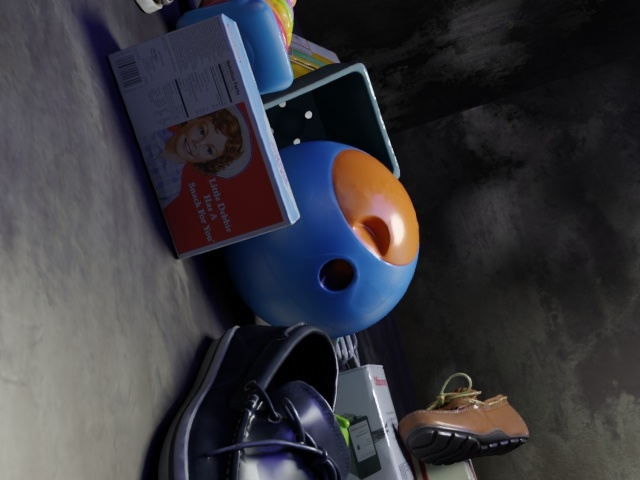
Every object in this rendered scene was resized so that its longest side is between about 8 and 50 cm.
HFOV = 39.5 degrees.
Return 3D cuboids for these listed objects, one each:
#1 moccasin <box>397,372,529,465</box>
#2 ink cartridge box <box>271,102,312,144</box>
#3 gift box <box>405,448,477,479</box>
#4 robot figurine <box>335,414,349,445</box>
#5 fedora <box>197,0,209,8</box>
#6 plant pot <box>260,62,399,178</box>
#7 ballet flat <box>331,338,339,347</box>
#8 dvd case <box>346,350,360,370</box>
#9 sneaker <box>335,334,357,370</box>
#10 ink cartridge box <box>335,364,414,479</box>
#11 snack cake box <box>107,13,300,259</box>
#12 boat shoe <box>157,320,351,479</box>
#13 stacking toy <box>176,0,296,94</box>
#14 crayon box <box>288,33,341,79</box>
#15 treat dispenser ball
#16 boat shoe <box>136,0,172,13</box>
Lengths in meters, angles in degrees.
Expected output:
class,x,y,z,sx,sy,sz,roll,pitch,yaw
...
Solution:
class,x,y,z,sx,sy,sz,roll,pitch,yaw
moccasin,0.278,0.352,1.762,0.380,0.139,0.147,5,52,-45
ink cartridge box,-0.057,-0.287,2.079,0.158,0.092,0.218,47,18,-18
gift box,0.251,0.576,1.904,0.276,0.255,0.258,49,22,-56
robot figurine,0.012,0.332,1.455,0.115,0.067,0.101,-75,174,-76
fedora,-0.172,-0.394,1.611,0.194,0.079,0.194,1,88,-55
plant pot,-0.029,-0.212,1.788,0.248,0.247,0.252,69,-11,-23
ballet flat,-0.018,0.178,1.515,0.096,0.095,0.280,56,14,-24
dvd case,0.040,0.175,2.126,0.179,0.029,0.239,-98,169,-51
sneaker,0.018,0.167,1.920,0.098,0.083,0.224,105,-22,-59
ink cartridge box,0.087,0.386,1.655,0.211,0.121,0.289,40,34,-75
snack cake box,-0.139,-0.126,1.101,0.089,0.152,0.264,-52,125,-81
boat shoe,-0.054,0.227,0.929,0.500,0.156,0.187,-83,156,-68
stacking toy,-0.103,-0.377,1.531,0.302,0.175,0.166,-62,139,-51
crayon box,-0.050,-0.390,2.010,0.083,0.203,0.323,-63,-163,19
treat dispenser ball,0.000,0.000,1.299,0.288,0.288,0.288,-18,90,-82
boat shoe,-0.256,-0.447,1.188,0.324,0.096,0.117,62,13,-52
